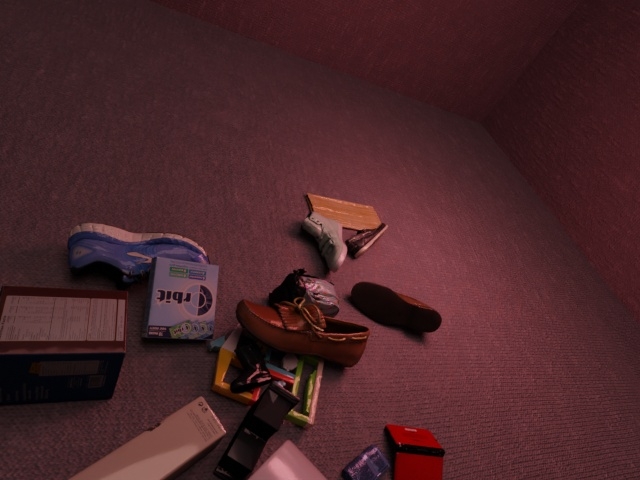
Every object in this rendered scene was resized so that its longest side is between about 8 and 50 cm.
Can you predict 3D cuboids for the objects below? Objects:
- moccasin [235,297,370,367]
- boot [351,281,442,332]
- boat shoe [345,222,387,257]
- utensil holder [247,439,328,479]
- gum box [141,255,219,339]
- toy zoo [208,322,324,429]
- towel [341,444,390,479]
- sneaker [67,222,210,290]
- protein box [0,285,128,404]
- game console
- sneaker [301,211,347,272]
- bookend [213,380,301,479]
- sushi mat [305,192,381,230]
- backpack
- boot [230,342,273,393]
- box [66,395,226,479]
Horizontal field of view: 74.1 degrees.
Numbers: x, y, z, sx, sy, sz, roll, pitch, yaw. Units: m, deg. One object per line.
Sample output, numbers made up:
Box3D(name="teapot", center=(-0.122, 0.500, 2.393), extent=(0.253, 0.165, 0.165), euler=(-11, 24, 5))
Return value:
Box3D(name="moccasin", center=(-0.033, 0.217, 1.078), extent=(0.381, 0.146, 0.139), euler=(24, 10, -23))
Box3D(name="boot", center=(0.236, 0.210, 1.387), extent=(0.306, 0.112, 0.115), euler=(22, 10, -7))
Box3D(name="boat shoe", center=(0.176, -0.019, 1.568), extent=(0.079, 0.084, 0.233), euler=(44, 43, 11))
Box3D(name="utensil holder", center=(-0.029, 0.565, 0.644), extent=(0.385, 0.327, 0.328), euler=(43, 40, 16))
Box3D(name="gum box", center=(-0.329, 0.141, 1.010), extent=(0.157, 0.041, 0.184), euler=(13, 72, -36))
Box3D(name="toy zoo", center=(-0.138, 0.316, 1.038), extent=(0.294, 0.030, 0.192), euler=(26, 36, -10))
Box3D(name="towel", center=(0.108, 0.534, 0.992), extent=(0.120, 0.029, 0.067), euler=(-16, 59, -43))
Box3D(name="sneaker", center=(-0.444, 0.061, 1.053), extent=(0.331, 0.130, 0.147), euler=(7, 60, -25))
Box3D(name="protein box", center=(-0.486, 0.200, 0.795), extent=(0.202, 0.199, 0.135), euler=(8, 46, -28))
Box3D(name="game console", center=(0.234, 0.547, 1.078), extent=(0.144, 0.085, 0.124), euler=(17, 11, -20))
Box3D(name="sneaker", center=(0.000, 0.000, 1.416), extent=(0.151, 0.094, 0.255), euler=(24, 30, -20))
Box3D(name="bookend", center=(-0.129, 0.399, 0.869), extent=(0.072, 0.157, 0.156), euler=(33, 38, 0))
Box3D(name="sushi mat", center=(0.099, -0.102, 1.650), extent=(0.317, 0.019, 0.151), euler=(9, 44, -28))
Box3D(name="backpack", center=(-0.035, 0.167, 1.201), extent=(0.182, 0.152, 0.115), euler=(18, 46, -38))
Box3D(name="boot", center=(-0.171, 0.291, 0.976), extent=(0.121, 0.045, 0.099), euler=(1, 48, -46))
Box3D(name="box", center=(-0.318, 0.409, 0.768), extent=(0.275, 0.113, 0.094), euler=(-21, 63, -47))
